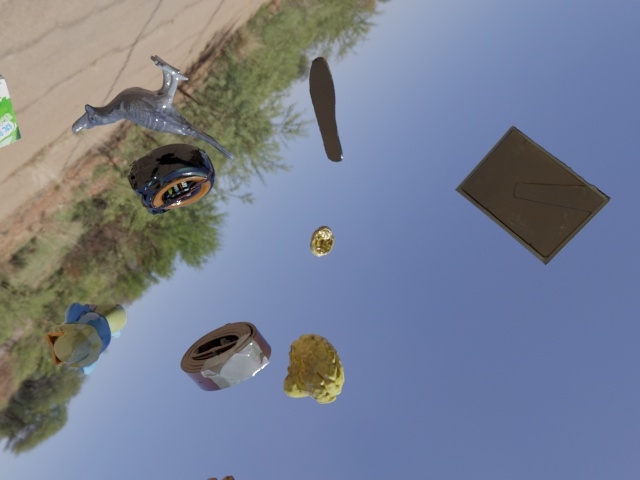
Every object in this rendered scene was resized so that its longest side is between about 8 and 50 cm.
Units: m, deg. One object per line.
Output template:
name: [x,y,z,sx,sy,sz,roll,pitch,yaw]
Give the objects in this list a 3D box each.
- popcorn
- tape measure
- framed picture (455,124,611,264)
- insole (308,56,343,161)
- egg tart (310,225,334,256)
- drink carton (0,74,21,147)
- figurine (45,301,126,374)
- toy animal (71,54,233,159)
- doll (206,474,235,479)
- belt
popcorn: [-0.030,0.408,1.506,0.203,0.226,0.200,-29,166,-3]
tape measure: [-0.397,-0.170,1.293,0.223,0.135,0.202,-22,162,-11]
framed picture: [0.513,-0.113,1.180,0.213,0.289,0.016,-51,166,13]
insole: [0.019,-0.373,1.395,0.012,0.309,0.110,-32,-148,-33]
egg tart: [0.000,0.000,1.917,0.049,0.128,0.128,14,-118,46]
drink carton: [-1.045,-0.399,1.467,0.161,0.108,0.271,-43,167,-37]
figurine: [-0.644,0.266,1.352,0.262,0.154,0.179,4,110,-81]
toy animal: [-0.369,-0.315,1.116,0.081,0.367,0.205,-118,-140,-58]
doll: [-0.288,0.762,1.230,0.201,0.156,0.303,-20,-130,16]
belt: [-0.326,0.396,1.652,0.339,0.122,0.217,-20,-152,28]
